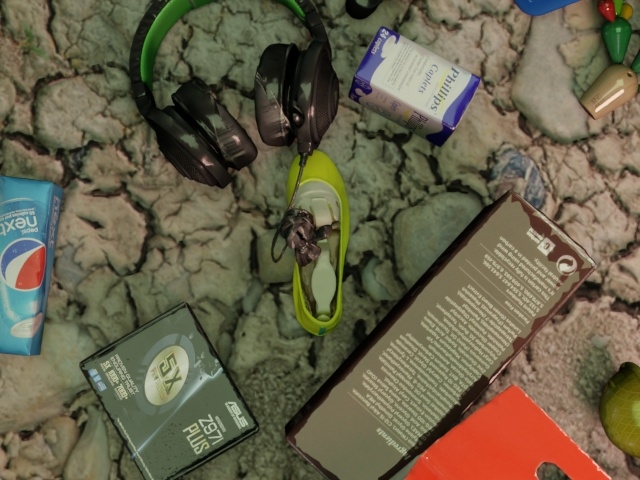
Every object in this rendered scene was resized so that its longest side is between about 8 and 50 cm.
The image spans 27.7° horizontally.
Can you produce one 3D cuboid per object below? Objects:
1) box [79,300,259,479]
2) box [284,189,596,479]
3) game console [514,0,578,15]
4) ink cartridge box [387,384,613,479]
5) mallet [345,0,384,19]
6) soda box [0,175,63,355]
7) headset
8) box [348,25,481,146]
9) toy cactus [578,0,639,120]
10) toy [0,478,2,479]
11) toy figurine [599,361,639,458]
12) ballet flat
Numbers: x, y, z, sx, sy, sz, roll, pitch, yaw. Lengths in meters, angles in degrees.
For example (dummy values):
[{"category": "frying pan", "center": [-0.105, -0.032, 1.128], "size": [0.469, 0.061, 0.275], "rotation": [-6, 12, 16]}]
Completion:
[{"category": "box", "center": [-0.179, 0.187, 1.555], "size": [0.147, 0.077, 0.180], "rotation": [-30, 87, -4]}, {"category": "box", "center": [0.131, 0.129, 1.514], "size": [0.143, 0.191, 0.381], "rotation": [41, 85, 1]}, {"category": "game console", "center": [0.309, -0.460, 1.559], "size": [0.293, 0.250, 0.173], "rotation": [57, 45, -18]}, {"category": "ink cartridge box", "center": [0.163, 0.383, 1.379], "size": [0.385, 0.091, 0.308], "rotation": [-41, 102, 17]}, {"category": "mallet", "center": [0.121, -0.310, 1.625], "size": [0.189, 0.062, 0.039], "rotation": [-11, 88, -17]}, {"category": "soda box", "center": [-0.362, 0.032, 1.563], "size": [0.067, 0.071, 0.210], "rotation": [6, 86, -1]}, {"category": "headset", "center": [-0.086, -0.154, 1.522], "size": [0.243, 0.185, 0.394], "rotation": [-22, 74, 2]}, {"category": "box", "center": [0.111, -0.183, 1.565], "size": [0.137, 0.126, 0.072], "rotation": [28, 84, 1]}, {"category": "toy cactus", "center": [0.402, -0.217, 1.599], "size": [0.180, 0.112, 0.219], "rotation": [-42, 97, 6]}, {"category": "toy", "center": [-0.474, 0.295, 1.549], "size": [0.237, 0.056, 0.137], "rotation": [45, 85, 2]}, {"category": "toy figurine", "center": [0.343, 0.347, 1.512], "size": [0.217, 0.191, 0.363], "rotation": [-21, 87, 2]}, {"category": "ballet flat", "center": [0.000, 0.000, 1.573], "size": [0.077, 0.077, 0.231], "rotation": [-1, 86, -4]}]
